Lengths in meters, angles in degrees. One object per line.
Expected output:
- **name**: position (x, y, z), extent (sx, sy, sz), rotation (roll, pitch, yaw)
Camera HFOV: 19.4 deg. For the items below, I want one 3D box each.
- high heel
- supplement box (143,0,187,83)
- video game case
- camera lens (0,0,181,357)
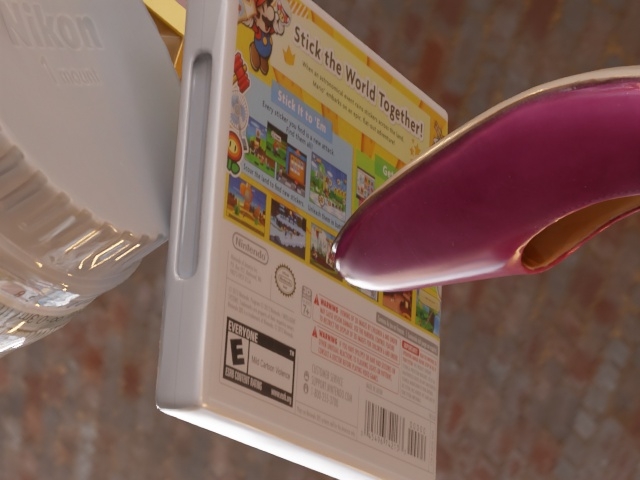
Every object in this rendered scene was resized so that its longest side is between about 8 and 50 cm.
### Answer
- **high heel**: position (0.117, -0.001, 0.522), extent (0.244, 0.082, 0.117), rotation (-24, -96, 25)
- **supplement box**: position (-0.106, -0.196, 1.425), extent (0.129, 0.194, 0.191), rotation (40, -30, 8)
- **video game case**: position (0.000, 0.000, 0.859), extent (0.026, 0.227, 0.206), rotation (-6, -109, 28)
- **camera lens**: position (-0.220, -0.028, 0.814), extent (0.274, 0.219, 0.219), rotation (-27, -82, 20)
